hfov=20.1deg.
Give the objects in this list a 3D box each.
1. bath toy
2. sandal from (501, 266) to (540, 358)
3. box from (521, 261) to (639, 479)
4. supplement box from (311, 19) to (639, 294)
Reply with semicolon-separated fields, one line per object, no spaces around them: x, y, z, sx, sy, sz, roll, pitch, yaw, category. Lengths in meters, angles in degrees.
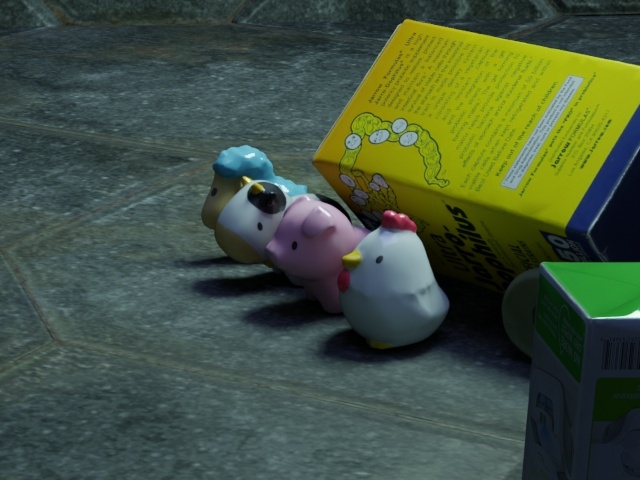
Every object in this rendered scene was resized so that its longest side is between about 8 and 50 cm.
0.000;0.000;1.810;0.151;0.129;0.348;-11;21;-26;bath toy
0.267;0.091;1.576;0.086;0.120;0.303;-7;9;-44;sandal
0.277;0.140;1.198;0.262;0.231;0.127;-1;17;-9;box
0.206;-0.066;1.823;0.356;0.195;0.194;18;-22;42;supplement box
